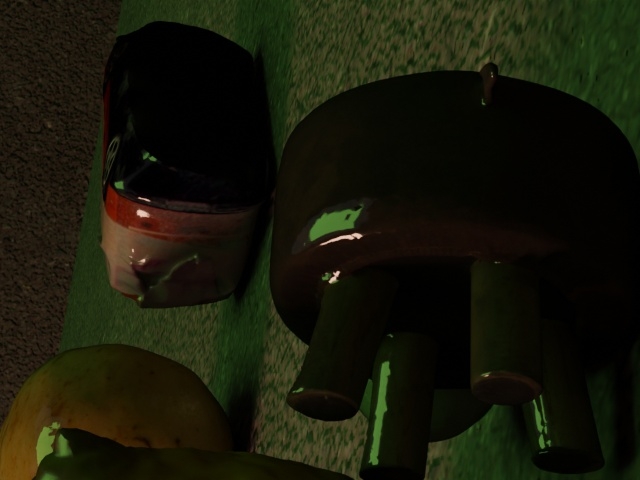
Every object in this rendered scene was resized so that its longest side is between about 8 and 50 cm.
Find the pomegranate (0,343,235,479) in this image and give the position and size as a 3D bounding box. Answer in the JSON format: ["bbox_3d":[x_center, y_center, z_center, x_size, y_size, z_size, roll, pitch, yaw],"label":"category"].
[{"bbox_3d":[-0.144,0.156,1.204,0.196,0.196,0.196,-169,90,-78],"label":"pomegranate"}]

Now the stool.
[{"bbox_3d":[0.042,0.024,0.588,0.217,0.125,0.121,105,170,-64],"label":"stool"}]

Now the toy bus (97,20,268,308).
[{"bbox_3d":[-0.118,-0.066,1.382,0.302,0.128,0.147,-101,21,-57],"label":"toy bus"}]

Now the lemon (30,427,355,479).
[{"bbox_3d":[-0.044,0.200,0.571,0.228,0.228,0.253,137,140,-70],"label":"lemon"}]
